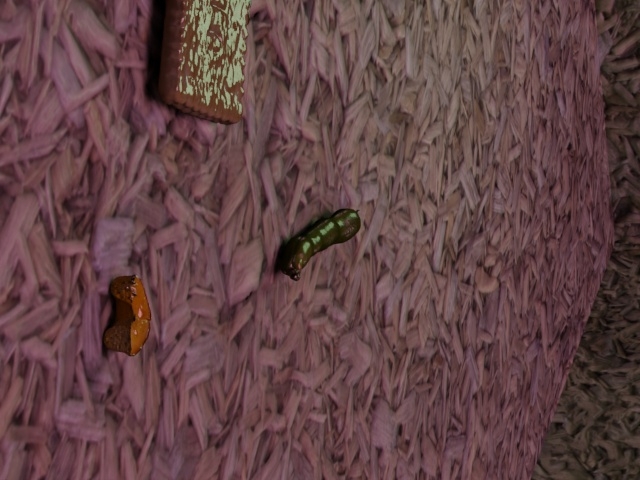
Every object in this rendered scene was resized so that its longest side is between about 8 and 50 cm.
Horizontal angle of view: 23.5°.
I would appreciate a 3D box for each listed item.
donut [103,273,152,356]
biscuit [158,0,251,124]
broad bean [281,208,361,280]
[{"bbox_3d":[-0.225,0.084,1.771,0.067,0.038,0.083,-49,132,-53],"label":"donut"},{"bbox_3d":[-0.138,-0.314,1.913,0.217,0.044,0.324,9,85,-68],"label":"biscuit"},{"bbox_3d":[0.000,-0.001,2.286,0.052,0.053,0.256,-54,172,28],"label":"broad bean"}]
